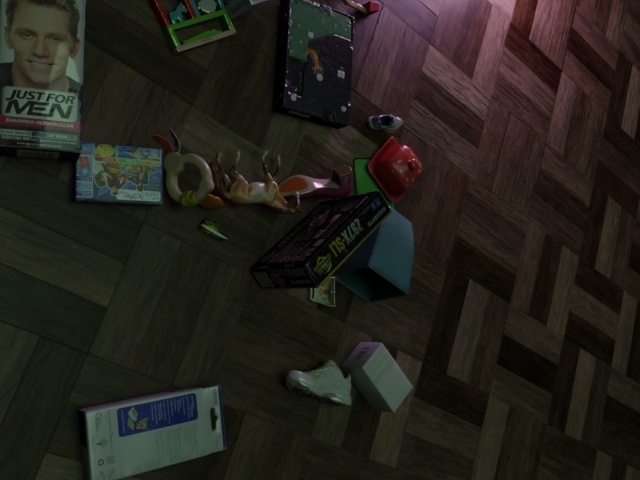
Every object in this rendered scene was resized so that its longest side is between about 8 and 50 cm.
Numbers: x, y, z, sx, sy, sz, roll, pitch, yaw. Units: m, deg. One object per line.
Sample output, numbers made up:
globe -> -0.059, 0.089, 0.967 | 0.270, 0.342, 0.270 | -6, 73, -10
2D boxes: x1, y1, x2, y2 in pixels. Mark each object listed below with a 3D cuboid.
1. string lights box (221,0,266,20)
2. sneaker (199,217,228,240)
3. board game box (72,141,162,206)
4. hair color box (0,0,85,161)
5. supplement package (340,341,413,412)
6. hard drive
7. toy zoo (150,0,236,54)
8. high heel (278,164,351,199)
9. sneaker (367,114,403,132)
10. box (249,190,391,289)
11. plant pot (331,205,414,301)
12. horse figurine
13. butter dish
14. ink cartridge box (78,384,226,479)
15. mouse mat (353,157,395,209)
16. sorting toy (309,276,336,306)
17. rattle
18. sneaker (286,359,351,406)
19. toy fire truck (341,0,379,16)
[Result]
string lights box -> -0.237, -0.723, 1.807 | 0.076, 0.133, 0.260 | -30, 102, -35
sneaker -> -0.267, -0.029, 1.770 | 0.083, 0.031, 0.035 | 32, 66, -29
board game box -> -0.470, -0.152, 1.618 | 0.201, 0.035, 0.136 | 3, 83, -29
hair color box -> -0.604, -0.355, 1.494 | 0.173, 0.105, 0.348 | 2, 83, -25
supplement package -> 0.162, 0.392, 1.993 | 0.105, 0.105, 0.179 | -45, 110, -32
hard drive -> -0.016, -0.510, 1.990 | 0.236, 0.064, 0.339 | 8, 81, -36
toy zoo -> -0.354, -0.642, 1.775 | 0.192, 0.030, 0.293 | -31, 103, -34
high heel -> -0.022, -0.134, 1.957 | 0.244, 0.117, 0.082 | -23, 54, -24
sneaker -> 0.211, -0.363, 2.144 | 0.135, 0.058, 0.052 | -9, 90, -37
box -> 0.000, 0.000, 1.825 | 0.322, 0.257, 0.079 | -45, 110, -32
plant pot -> 0.171, 0.031, 2.011 | 0.165, 0.165, 0.234 | 36, 59, -28
horse figurine -> -0.180, -0.151, 1.816 | 0.263, 0.066, 0.175 | 0, 78, -32
butter dish -> 0.251, -0.222, 2.113 | 0.160, 0.118, 0.160 | 52, 58, -21
ink cartridge box -> -0.384, 0.442, 1.611 | 0.332, 0.065, 0.166 | -3, 87, -35
mouse mat -> 0.166, -0.158, 2.120 | 0.152, 0.007, 0.190 | -3, 85, -37
sorting toy -> 0.004, 0.144, 1.947 | 0.075, 0.045, 0.083 | 4, 83, -29
rattle -> -0.322, -0.179, 1.731 | 0.142, 0.130, 0.200 | -13, 61, -54
sneaker -> -0.003, 0.377, 1.896 | 0.232, 0.090, 0.115 | 29, 62, -40
toy fire truck -> 0.089, -0.761, 2.106 | 0.192, 0.047, 0.135 | -5, 89, -36
